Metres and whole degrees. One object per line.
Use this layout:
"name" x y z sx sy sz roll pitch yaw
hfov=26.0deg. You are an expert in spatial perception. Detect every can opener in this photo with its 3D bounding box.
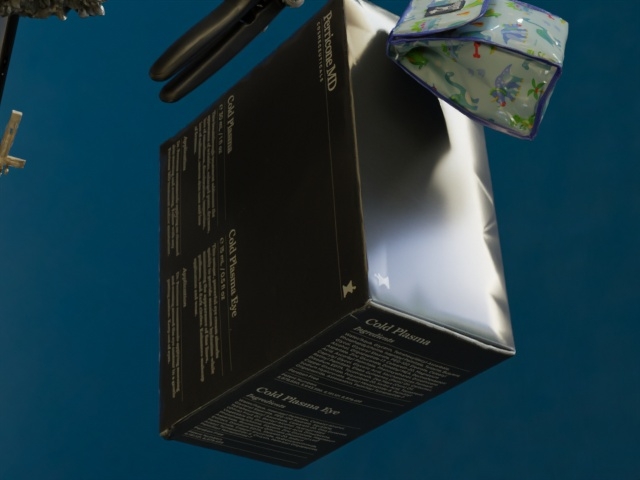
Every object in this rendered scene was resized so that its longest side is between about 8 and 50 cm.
"can opener" -0.077 -0.185 1.186 0.073 0.059 0.186 18 -117 42

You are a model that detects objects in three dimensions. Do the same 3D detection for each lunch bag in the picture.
"lunch bag" 0.139 -0.171 1.240 0.151 0.096 0.129 19 -152 4

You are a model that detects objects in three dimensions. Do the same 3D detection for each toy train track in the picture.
"toy train track" -0.312 -0.092 1.372 0.048 0.083 0.014 16 -144 -18

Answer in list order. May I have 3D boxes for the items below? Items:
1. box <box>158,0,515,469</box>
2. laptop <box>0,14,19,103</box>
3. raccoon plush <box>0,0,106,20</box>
"box" 0.000 0.000 1.335 0.312 0.179 0.343 -35 -133 41
"laptop" -0.469 -0.358 1.420 0.382 0.236 0.407 34 -66 50
"raccoon plush" -0.242 -0.307 0.977 0.216 0.299 0.446 23 -142 12
